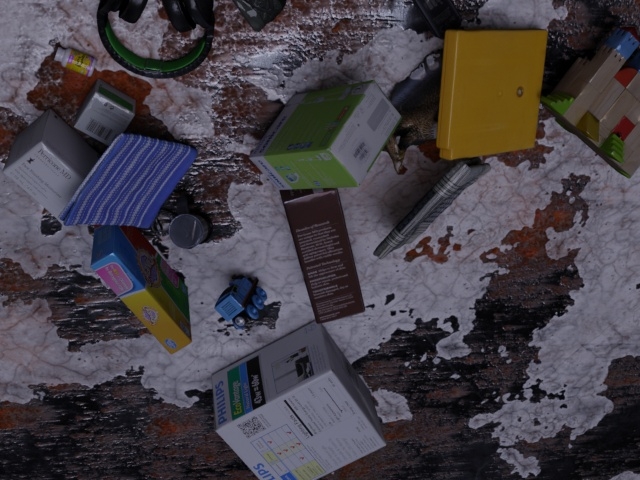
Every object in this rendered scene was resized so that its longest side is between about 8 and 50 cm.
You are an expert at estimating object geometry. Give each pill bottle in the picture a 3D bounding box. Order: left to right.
[{"bbox_3d":[-0.534,-0.391,1.792,0.083,0.043,0.043,19,116,-21],"label":"pill bottle"}]

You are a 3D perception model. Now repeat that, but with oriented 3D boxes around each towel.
[{"bbox_3d":[-0.415,-0.125,1.840,0.040,0.336,0.243,41,102,14],"label":"towel"},{"bbox_3d":[0.279,-0.080,2.012,0.056,0.324,0.312,45,109,8],"label":"towel"}]

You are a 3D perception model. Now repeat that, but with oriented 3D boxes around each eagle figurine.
[{"bbox_3d":[0.262,-0.293,1.955,0.298,0.225,0.226,-37,171,-21],"label":"eagle figurine"}]

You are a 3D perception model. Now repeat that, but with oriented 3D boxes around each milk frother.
[{"bbox_3d":[-0.349,-0.031,2.000,0.143,0.135,0.129,-29,92,4],"label":"milk frother"}]

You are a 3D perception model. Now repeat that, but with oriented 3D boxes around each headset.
[{"bbox_3d":[-0.335,-0.530,1.717,0.243,0.185,0.394,6,135,-10],"label":"headset"}]

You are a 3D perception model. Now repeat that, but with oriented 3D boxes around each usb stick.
[{"bbox_3d":[0.223,-0.572,1.828,0.077,0.045,0.278,-38,121,5],"label":"usb stick"}]

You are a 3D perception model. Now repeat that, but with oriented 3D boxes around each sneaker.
[{"bbox_3d":[-0.149,-0.565,1.737,0.130,0.087,0.227,-35,125,9],"label":"sneaker"}]

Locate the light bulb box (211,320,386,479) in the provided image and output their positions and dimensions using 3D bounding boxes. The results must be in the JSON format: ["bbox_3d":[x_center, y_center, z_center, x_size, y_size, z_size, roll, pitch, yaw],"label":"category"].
[{"bbox_3d":[-0.064,0.480,2.324,0.361,0.225,0.358,-28,123,8],"label":"light bulb box"}]

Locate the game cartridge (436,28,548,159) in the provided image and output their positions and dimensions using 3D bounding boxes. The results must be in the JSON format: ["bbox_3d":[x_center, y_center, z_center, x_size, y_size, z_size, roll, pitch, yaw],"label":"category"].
[{"bbox_3d":[0.392,-0.339,1.883,0.323,0.052,0.285,-11,111,-37],"label":"game cartridge"}]

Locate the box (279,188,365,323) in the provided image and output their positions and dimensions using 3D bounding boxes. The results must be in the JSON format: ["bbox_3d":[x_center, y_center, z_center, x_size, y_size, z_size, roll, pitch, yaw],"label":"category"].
[{"bbox_3d":[0.000,0.000,2.056,0.143,0.191,0.382,-14,123,-2],"label":"box"}]

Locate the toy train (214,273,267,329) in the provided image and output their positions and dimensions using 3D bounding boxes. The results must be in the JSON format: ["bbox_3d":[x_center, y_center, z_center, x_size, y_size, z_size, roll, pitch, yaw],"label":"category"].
[{"bbox_3d":[-0.202,0.151,2.124,0.080,0.184,0.105,-37,103,23],"label":"toy train"}]

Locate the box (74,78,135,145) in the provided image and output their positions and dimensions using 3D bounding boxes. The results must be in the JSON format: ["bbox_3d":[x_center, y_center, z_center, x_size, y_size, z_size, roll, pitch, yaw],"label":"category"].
[{"bbox_3d":[-0.481,-0.285,1.843,0.101,0.087,0.102,29,112,-26],"label":"box"}]

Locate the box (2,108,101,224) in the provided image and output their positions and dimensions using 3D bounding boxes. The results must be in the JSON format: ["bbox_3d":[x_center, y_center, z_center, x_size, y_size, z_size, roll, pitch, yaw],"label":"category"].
[{"bbox_3d":[-0.589,-0.166,1.840,0.119,0.182,0.181,-36,121,12],"label":"box"}]

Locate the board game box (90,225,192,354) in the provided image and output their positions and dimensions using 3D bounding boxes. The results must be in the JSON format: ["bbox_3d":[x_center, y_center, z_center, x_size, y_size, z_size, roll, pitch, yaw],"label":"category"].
[{"bbox_3d":[-0.431,0.091,1.998,0.064,0.242,0.317,-30,123,7],"label":"board game box"}]

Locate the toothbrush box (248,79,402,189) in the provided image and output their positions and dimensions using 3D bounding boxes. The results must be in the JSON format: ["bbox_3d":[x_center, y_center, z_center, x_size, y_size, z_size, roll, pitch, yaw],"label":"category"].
[{"bbox_3d":[0.008,-0.228,1.824,0.122,0.283,0.206,48,62,-32],"label":"toothbrush box"}]

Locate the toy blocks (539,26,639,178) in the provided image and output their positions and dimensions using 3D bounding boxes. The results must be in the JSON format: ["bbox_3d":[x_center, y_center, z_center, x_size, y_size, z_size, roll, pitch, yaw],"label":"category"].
[{"bbox_3d":[0.734,-0.346,2.010,0.381,0.191,0.261,32,101,-29],"label":"toy blocks"}]
